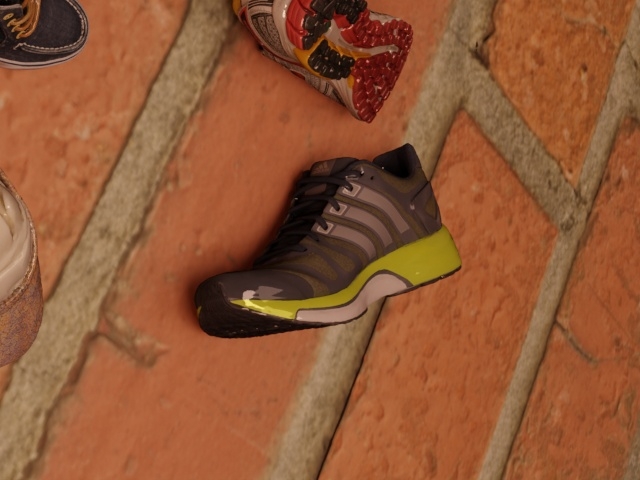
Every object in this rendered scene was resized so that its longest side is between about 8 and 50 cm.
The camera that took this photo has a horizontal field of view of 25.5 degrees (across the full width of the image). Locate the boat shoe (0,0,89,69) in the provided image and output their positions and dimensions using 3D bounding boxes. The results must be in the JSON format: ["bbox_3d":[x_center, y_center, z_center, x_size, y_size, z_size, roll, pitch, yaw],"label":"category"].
[{"bbox_3d":[-0.196,-0.147,0.876,0.183,0.083,0.065,10,84,-51],"label":"boat shoe"}]

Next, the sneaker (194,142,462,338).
[{"bbox_3d":[0.000,0.000,1.127,0.300,0.111,0.121,-21,98,-54],"label":"sneaker"}]

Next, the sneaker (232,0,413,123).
[{"bbox_3d":[0.006,-0.163,1.125,0.088,0.093,0.225,-62,155,-3],"label":"sneaker"}]

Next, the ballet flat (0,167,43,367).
[{"bbox_3d":[-0.235,-0.038,0.814,0.107,0.106,0.316,-45,125,-26],"label":"ballet flat"}]
